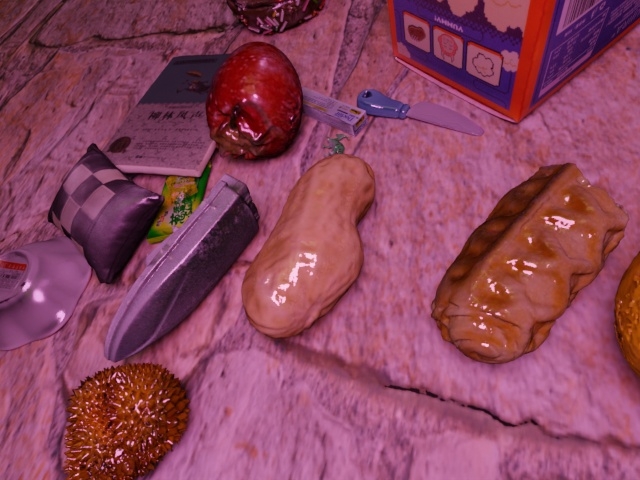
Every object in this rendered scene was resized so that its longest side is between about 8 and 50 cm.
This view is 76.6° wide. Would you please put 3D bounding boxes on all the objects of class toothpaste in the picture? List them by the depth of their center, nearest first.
[{"bbox_3d":[0.014,-0.256,0.799,0.164,0.034,0.046,32,72,28],"label":"toothpaste"}]

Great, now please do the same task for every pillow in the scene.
[{"bbox_3d":[-0.406,-0.058,0.752,0.250,0.106,0.185,35,92,29],"label":"pillow"}]

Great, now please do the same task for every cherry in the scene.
[{"bbox_3d":[-0.119,-0.269,0.751,0.175,0.192,0.249,7,65,-15],"label":"cherry"}]

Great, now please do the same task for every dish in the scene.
[{"bbox_3d":[-0.538,0.077,0.727,0.230,0.081,0.229,-7,59,11],"label":"dish"}]

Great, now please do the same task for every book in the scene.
[{"bbox_3d":[-0.297,-0.289,0.888,0.265,0.031,0.379,6,58,19],"label":"book"}]

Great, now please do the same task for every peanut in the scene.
[{"bbox_3d":[0.000,0.000,0.602,0.148,0.147,0.318,15,60,22],"label":"peanut"}]

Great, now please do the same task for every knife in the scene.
[{"bbox_3d":[0.183,-0.240,0.752,0.244,0.032,0.058,19,59,19],"label":"knife"}]

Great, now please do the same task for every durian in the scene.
[{"bbox_3d":[-0.254,0.235,0.535,0.158,0.136,0.168,-19,41,-19],"label":"durian"}]

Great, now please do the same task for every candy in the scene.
[{"bbox_3d":[-0.267,-0.078,0.772,0.102,0.032,0.178,-4,59,13],"label":"candy"}]

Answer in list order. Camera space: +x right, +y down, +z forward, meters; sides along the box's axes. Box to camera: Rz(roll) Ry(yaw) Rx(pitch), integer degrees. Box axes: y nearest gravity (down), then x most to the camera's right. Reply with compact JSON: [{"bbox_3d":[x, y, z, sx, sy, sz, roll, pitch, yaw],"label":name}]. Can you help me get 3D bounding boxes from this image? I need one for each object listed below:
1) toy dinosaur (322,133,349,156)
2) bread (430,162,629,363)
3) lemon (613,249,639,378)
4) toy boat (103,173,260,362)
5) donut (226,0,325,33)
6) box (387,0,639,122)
[{"bbox_3d":[0.037,-0.173,0.754,0.062,0.021,0.083,-39,56,-24],"label":"toy dinosaur"},{"bbox_3d":[0.251,0.034,0.515,0.267,0.130,0.152,-45,23,-12],"label":"bread"},{"bbox_3d":[0.432,0.064,0.353,0.258,0.310,0.257,16,47,-18],"label":"lemon"},{"bbox_3d":[-0.212,0.046,0.621,0.092,0.141,0.319,31,72,15],"label":"toy boat"},{"bbox_3d":[-0.105,-0.619,1.003,0.270,0.103,0.269,-5,61,10],"label":"donut"},{"bbox_3d":[0.344,-0.445,0.691,0.349,0.256,0.318,-40,57,-8],"label":"box"}]
